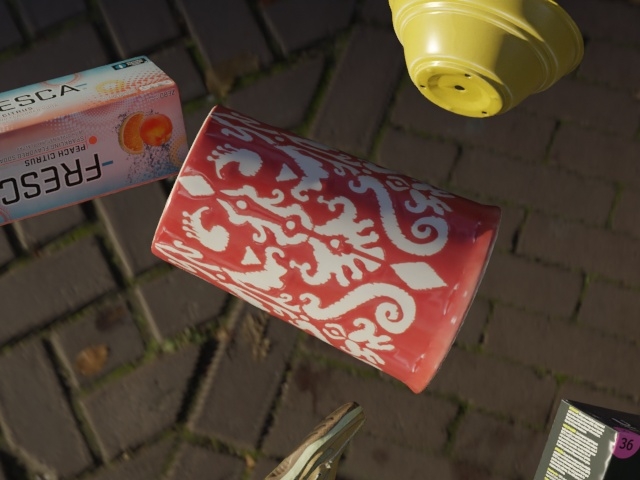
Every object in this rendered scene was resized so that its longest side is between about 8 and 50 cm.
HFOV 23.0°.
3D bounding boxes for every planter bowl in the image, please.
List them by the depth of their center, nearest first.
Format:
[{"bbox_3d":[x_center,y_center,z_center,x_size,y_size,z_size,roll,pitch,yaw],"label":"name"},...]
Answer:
[{"bbox_3d":[0.158,-0.192,1.650,0.217,0.217,0.090,17,69,16],"label":"planter bowl"}]

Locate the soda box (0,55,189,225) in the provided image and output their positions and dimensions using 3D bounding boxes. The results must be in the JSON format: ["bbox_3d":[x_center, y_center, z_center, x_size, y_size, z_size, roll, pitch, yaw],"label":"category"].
[{"bbox_3d":[-0.172,-0.051,0.912,0.183,0.058,0.063,-17,30,-19],"label":"soda box"}]

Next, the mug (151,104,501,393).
[{"bbox_3d":[-0.003,0.007,0.890,0.169,0.150,0.113,24,65,-2],"label":"mug"}]

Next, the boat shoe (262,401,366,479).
[{"bbox_3d":[-0.009,0.269,1.802,0.190,0.068,0.072,-44,88,0],"label":"boat shoe"}]

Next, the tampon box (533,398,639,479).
[{"bbox_3d":[0.295,0.262,1.621,0.101,0.120,0.161,30,103,58],"label":"tampon box"}]
